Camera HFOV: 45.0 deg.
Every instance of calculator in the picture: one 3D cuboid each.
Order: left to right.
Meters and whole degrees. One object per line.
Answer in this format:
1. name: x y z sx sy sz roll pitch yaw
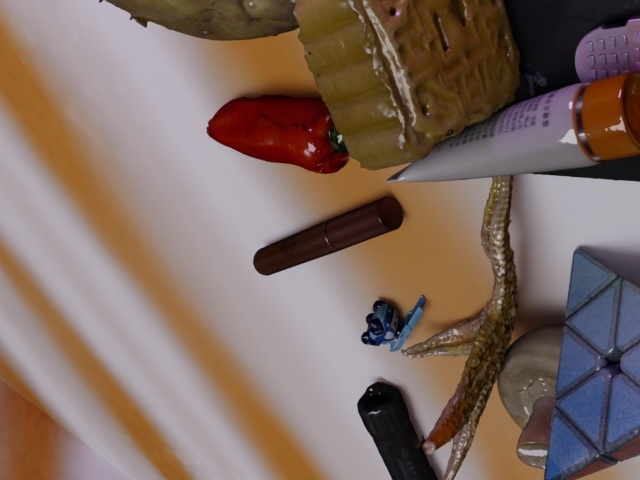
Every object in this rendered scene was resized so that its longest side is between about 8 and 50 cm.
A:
1. calculator: 0.348 -0.186 0.809 0.166 0.024 0.103 9 130 40

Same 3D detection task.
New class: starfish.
1. starfish: 0.199 0.138 1.076 0.132 0.384 0.398 20 156 5

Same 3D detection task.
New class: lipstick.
1. lipstick: 0.000 0.000 1.295 0.356 0.057 0.057 -20 110 50

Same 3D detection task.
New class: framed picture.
1. framed picture: 0.342 -0.170 0.858 0.323 0.013 0.244 9 130 38

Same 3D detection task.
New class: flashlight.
1. flashlight: 0.178 0.461 1.526 0.103 0.103 0.424 -1 123 43

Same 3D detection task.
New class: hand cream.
1. hand cream: 0.219 -0.117 0.896 0.314 0.139 0.089 -3 115 50

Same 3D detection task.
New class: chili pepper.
1. chili pepper: -0.054 -0.163 1.159 0.387 0.110 0.110 13 133 42

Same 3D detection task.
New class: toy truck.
1. toy truck: 0.121 0.133 1.306 0.074 0.063 0.136 21 139 -1

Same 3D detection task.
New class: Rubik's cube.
1. Rubik's cube: 0.405 0.163 0.933 0.233 0.228 0.229 3 118 32

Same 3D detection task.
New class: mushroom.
1. mushroom: 0.334 0.232 1.073 0.207 0.215 0.207 20 131 25

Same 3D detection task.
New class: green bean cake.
1. green bean cake: 0.103 -0.216 0.853 0.131 0.224 0.230 -1 119 53

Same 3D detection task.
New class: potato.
1. potato: -0.100 -0.346 0.930 0.237 0.289 0.301 31 107 -9
